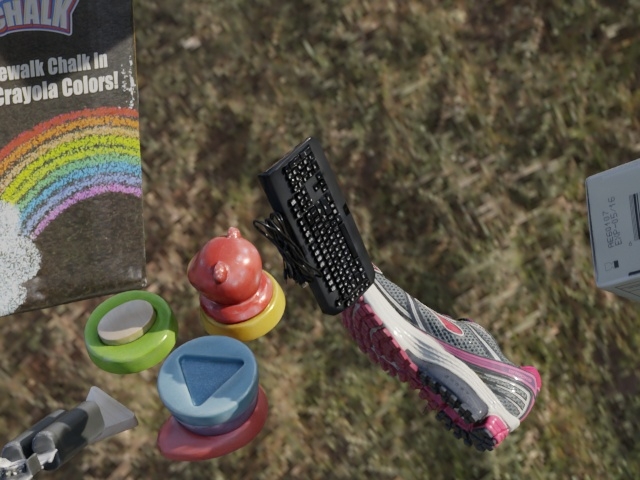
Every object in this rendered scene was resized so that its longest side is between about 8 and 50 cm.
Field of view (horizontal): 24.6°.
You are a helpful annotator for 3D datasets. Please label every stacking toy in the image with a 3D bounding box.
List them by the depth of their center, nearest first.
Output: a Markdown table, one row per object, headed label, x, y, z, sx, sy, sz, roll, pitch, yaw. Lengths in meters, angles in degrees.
| label | x | y | z | sx | sy | sz | roll | pitch | yaw |
| --- | --- | --- | --- | --- | --- | --- | --- | --- | --- |
| stacking toy | -0.200 | 0.130 | 1.937 | 0.280 | 0.130 | 0.309 | -5 | 47 | 9 |

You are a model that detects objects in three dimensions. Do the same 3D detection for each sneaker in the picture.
| label | x | y | z | sx | sy | sz | roll | pitch | yaw |
| --- | --- | --- | --- | --- | --- | --- | --- | --- | --- |
| sneaker | 0.132 | 0.122 | 1.785 | 0.299 | 0.121 | 0.112 | 44 | 68 | 13 |

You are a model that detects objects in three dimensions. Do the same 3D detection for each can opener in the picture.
| label | x | y | z | sx | sy | sz | roll | pitch | yaw |
| --- | --- | --- | --- | --- | --- | --- | --- | --- | --- |
| can opener | -0.303 | 0.245 | 1.586 | 0.074 | 0.093 | 0.280 | -17 | 9 | 11 |

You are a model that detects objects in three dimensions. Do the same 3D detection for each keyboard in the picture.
| label | x | y | z | sx | sy | sz | roll | pitch | yaw |
| --- | --- | --- | --- | --- | --- | --- | --- | --- | --- |
| keyboard | 0.000 | 0.000 | 1.426 | 0.100 | 0.192 | 0.038 | -41 | 37 | -21 |

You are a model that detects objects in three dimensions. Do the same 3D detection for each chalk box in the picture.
| label | x | y | z | sx | sy | sz | roll | pitch | yaw |
| --- | --- | --- | --- | --- | --- | --- | --- | --- | --- |
| chalk box | -0.230 | -0.110 | 0.899 | 0.180 | 0.288 | 0.179 | -12 | 19 | -37 |

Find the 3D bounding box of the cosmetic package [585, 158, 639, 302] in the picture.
| label | x | y | z | sx | sy | sz | roll | pitch | yaw |
| --- | --- | --- | --- | --- | --- | --- | --- | --- | --- |
| cosmetic package | 0.401 | 0.007 | 1.375 | 0.160 | 0.309 | 0.113 | -19 | 65 | 39 |
